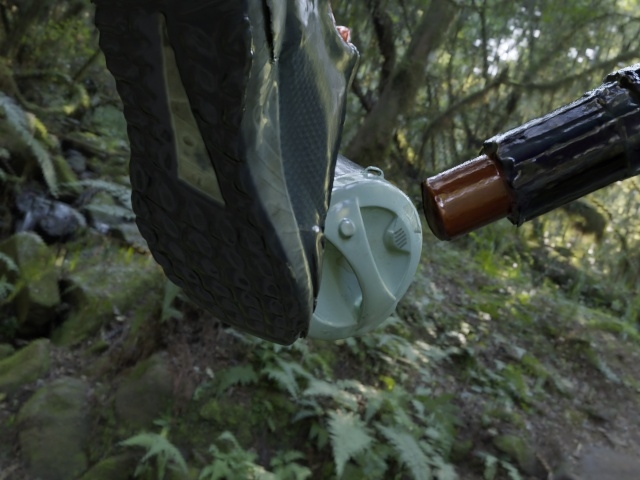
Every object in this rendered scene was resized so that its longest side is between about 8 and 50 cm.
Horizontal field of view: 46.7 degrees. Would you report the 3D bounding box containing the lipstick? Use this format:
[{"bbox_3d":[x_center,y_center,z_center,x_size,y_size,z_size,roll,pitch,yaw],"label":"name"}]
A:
[{"bbox_3d":[0.210,-0.078,0.522,0.299,0.081,0.081,-23,-3,1],"label":"lipstick"}]

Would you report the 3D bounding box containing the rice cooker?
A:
[{"bbox_3d":[0.000,0.002,1.195,0.288,0.288,0.277,21,11,-41],"label":"rice cooker"}]

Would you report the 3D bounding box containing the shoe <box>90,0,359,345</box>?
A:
[{"bbox_3d":[-0.039,-0.085,0.511,0.132,0.171,0.337,16,-44,22],"label":"shoe"}]
